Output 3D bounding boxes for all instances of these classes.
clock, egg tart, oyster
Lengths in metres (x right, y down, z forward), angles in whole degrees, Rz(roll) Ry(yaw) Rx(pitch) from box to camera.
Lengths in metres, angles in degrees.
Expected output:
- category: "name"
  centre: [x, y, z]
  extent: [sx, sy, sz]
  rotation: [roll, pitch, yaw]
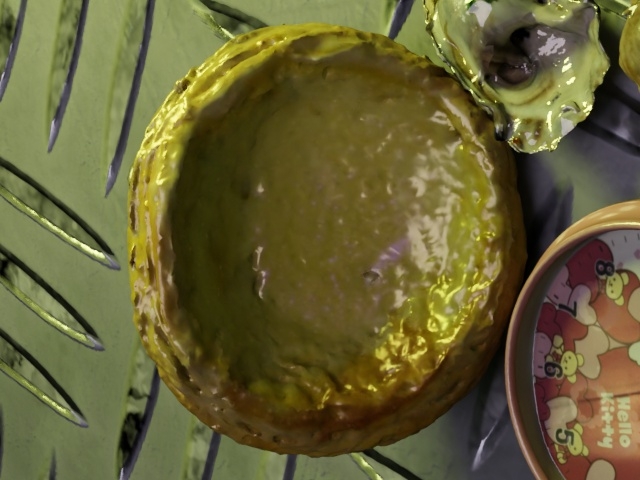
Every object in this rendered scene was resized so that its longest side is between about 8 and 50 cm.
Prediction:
- category: "clock"
  centre: [0.216, 0.093, 1.246]
  extent: [0.244, 0.056, 0.244]
  rotation: [11, 106, 44]
- category: "egg tart"
  centre: [0.000, 0.000, 1.343]
  extent: [0.123, 0.294, 0.294]
  rotation: [-157, 57, -80]
- category: "oyster"
  centre: [0.124, -0.139, 1.280]
  extent: [0.166, 0.053, 0.108]
  rotation: [50, 127, 24]

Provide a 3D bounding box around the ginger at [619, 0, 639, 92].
- category: "ginger"
  centre: [0.221, -0.112, 1.168]
  extent: [0.104, 0.080, 0.204]
  rotation: [6, 103, 39]
